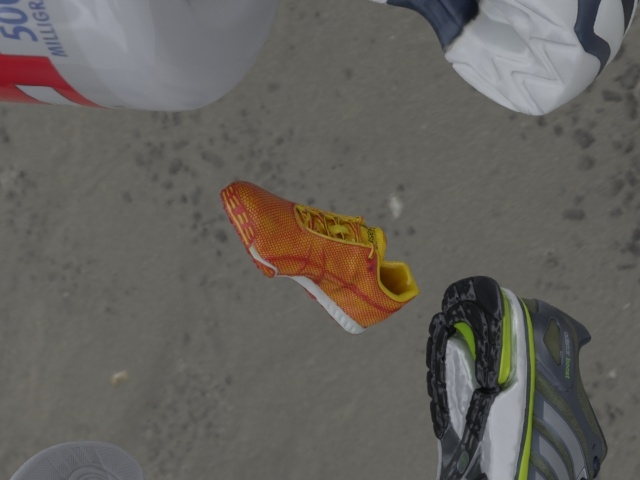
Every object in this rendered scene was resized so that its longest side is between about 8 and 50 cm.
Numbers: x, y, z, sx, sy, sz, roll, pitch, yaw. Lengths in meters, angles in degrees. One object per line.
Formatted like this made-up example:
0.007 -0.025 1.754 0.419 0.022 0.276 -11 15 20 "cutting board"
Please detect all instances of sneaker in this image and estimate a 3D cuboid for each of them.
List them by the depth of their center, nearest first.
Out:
0.068 -0.183 0.618 0.235 0.153 0.094 38 146 10 "sneaker"
0.000 0.000 0.825 0.067 0.175 0.064 -36 51 18 "sneaker"
0.149 0.179 0.924 0.111 0.121 0.300 -10 74 62 "sneaker"
-0.228 0.230 0.943 0.079 0.217 0.121 46 123 11 "sneaker"

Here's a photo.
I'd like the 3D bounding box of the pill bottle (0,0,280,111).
-0.239 -0.195 0.719 0.407 0.229 0.229 5 109 20 "pill bottle"
